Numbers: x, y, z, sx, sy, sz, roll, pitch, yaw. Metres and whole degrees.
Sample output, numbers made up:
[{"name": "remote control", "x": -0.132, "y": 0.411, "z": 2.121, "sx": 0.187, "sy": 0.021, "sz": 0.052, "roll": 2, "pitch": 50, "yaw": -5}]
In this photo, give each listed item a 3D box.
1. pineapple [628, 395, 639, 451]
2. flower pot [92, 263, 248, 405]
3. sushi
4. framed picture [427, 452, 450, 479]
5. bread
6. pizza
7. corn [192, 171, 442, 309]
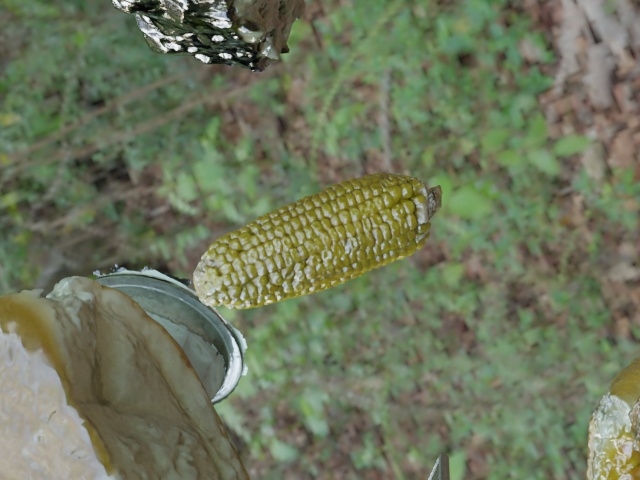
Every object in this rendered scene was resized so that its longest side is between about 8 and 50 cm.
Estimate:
[{"name": "pineapple", "x": 0.337, "y": 0.191, "z": 1.144, "sx": 0.248, "sy": 0.128, "sz": 0.128, "roll": -119, "pitch": 15, "yaw": -52}, {"name": "flower pot", "x": -0.273, "y": 0.218, "z": 2.079, "sx": 0.259, "sy": 0.290, "sz": 0.290, "roll": -68, "pitch": -21, "yaw": -44}, {"name": "sushi", "x": -0.106, "y": -0.295, "z": 1.562, "sx": 0.350, "sy": 0.170, "sz": 0.211, "roll": 39, "pitch": -113, "yaw": -82}, {"name": "framed picture", "x": 0.123, "y": 0.442, "z": 2.038, "sx": 0.192, "sy": 0.018, "sz": 0.265, "roll": -81, "pitch": 11, "yaw": -65}, {"name": "bread", "x": -0.194, "y": 0.184, "z": 1.062, "sx": 0.279, "sy": 0.225, "sz": 0.250, "roll": -39, "pitch": 74, "yaw": 26}, {"name": "pizza", "x": 0.344, "y": 0.194, "z": 1.515, "sx": 0.087, "sy": 0.258, "sz": 0.268, "roll": 12, "pitch": 128, "yaw": 26}, {"name": "corn", "x": 0.000, "y": 0.000, "z": 1.796, "sx": 0.119, "sy": 0.321, "sz": 0.119, "roll": 161, "pitch": 90, "yaw": -78}]
